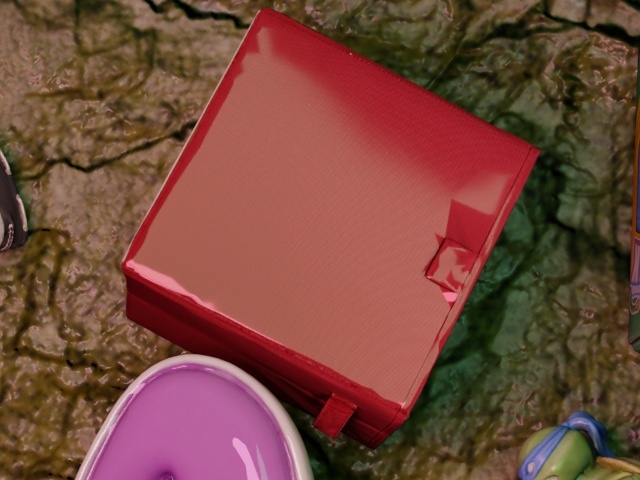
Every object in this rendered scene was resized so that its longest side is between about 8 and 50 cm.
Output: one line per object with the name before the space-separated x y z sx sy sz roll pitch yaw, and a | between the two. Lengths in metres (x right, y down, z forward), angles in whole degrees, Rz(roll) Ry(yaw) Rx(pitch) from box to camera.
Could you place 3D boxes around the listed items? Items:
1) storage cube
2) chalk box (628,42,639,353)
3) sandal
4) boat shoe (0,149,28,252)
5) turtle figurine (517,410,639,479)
storage cube | 0.000 0.000 1.223 0.193 0.183 0.215 28 78 2
chalk box | 0.306 -0.010 1.254 0.180 0.179 0.288 4 78 -4
sandal | -0.106 0.266 1.101 0.169 0.102 0.416 11 79 16
boat shoe | -0.228 -0.050 1.288 0.046 0.038 0.125 -33 74 32
turtle figurine | 0.208 0.247 1.179 0.266 0.274 0.197 29 119 8
